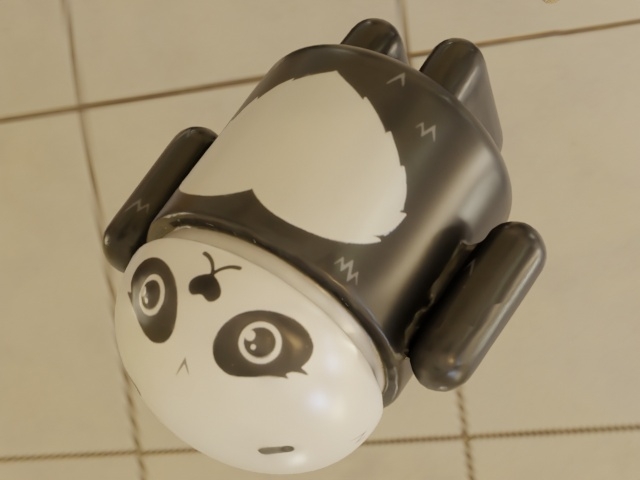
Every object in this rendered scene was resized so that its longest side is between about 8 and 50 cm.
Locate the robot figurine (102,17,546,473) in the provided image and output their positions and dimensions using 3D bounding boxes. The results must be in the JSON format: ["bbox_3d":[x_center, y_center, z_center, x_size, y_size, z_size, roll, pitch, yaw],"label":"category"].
[{"bbox_3d":[0.001,-0.001,1.006,0.173,0.278,0.209,43,152,-16],"label":"robot figurine"}]

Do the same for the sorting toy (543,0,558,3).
[{"bbox_3d":[0.273,-0.260,1.043,0.307,0.229,0.041,-27,107,34],"label":"sorting toy"}]
